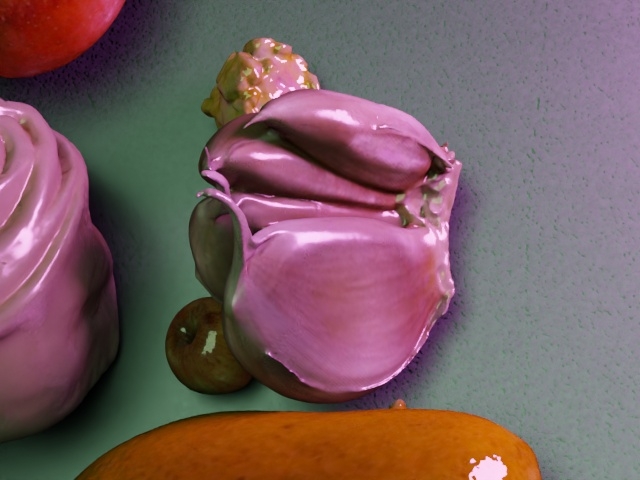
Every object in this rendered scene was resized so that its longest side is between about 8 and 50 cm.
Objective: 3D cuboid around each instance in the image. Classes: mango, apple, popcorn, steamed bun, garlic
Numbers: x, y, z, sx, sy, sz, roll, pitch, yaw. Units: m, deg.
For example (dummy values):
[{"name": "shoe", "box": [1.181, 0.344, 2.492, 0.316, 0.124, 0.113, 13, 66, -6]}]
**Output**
[{"name": "mango", "box": [-0.032, 0.263, 1.557, 0.445, 0.220, 0.301, -22, 56, -1]}, {"name": "apple", "box": [-0.092, 0.093, 1.690, 0.084, 0.071, 0.084, -17, 61, 34]}, {"name": "popcorn", "box": [-0.050, -0.121, 1.737, 0.097, 0.089, 0.109, 5, 83, -22]}, {"name": "steamed bun", "box": [-0.341, 0.003, 1.641, 0.342, 0.255, 0.367, -39, 77, -25]}, {"name": "apple", "box": [-0.288, -0.277, 1.766, 0.251, 0.206, 0.272, -36, 69, -1]}, {"name": "garlic", "box": [0.000, 0.000, 1.611, 0.210, 0.292, 0.237, 53, 134, 38]}]
